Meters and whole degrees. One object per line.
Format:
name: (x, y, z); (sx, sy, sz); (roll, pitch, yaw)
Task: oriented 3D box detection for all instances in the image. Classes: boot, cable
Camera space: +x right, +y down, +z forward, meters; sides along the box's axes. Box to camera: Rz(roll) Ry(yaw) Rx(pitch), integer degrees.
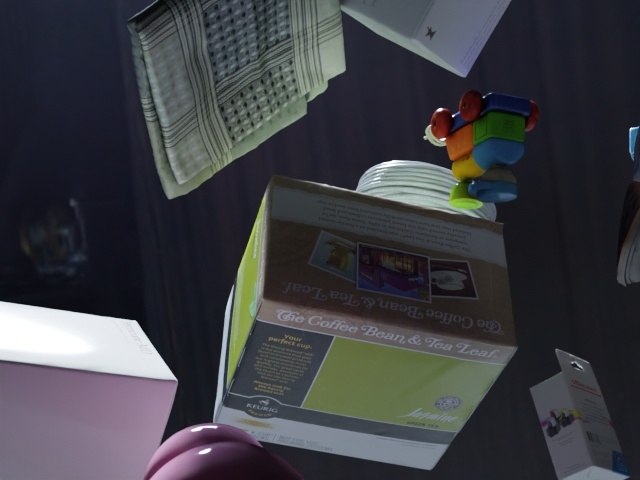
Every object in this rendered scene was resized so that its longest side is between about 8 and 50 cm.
boot: (0.331, -0.028, 0.940); (0.106, 0.219, 0.082); (8, 50, 13)
cable: (0.179, -0.041, 1.810); (0.257, 0.089, 0.257); (34, -32, -33)

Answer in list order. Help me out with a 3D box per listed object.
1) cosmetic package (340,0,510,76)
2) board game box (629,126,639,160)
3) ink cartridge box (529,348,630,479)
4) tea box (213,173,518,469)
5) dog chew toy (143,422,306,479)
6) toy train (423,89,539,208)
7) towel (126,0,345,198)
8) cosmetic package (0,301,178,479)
cosmetic package: (0.135, -0.340, 1.399); (0.184, 0.151, 0.151); (37, 10, 36)
board game box: (0.737, -0.131, 1.838); (0.317, 0.064, 0.242); (-10, -42, 26)
ink cartridge box: (0.365, 0.256, 1.481); (0.062, 0.181, 0.104); (-34, -40, 31)
tea box: (0.049, 0.121, 1.410); (0.329, 0.219, 0.323); (12, -42, -11)
dog chew toy: (-0.079, 0.275, 0.913); (0.207, 0.206, 0.332); (-8, 21, -14)
toy train: (0.202, -0.107, 1.445); (0.105, 0.143, 0.248); (8, -13, -19)
towel: (-0.091, -0.227, 1.315); (0.312, 0.056, 0.324); (-39, -27, -24)
cosmetic package: (-0.365, 0.163, 1.125); (0.366, 0.155, 0.197); (10, 12, -29)
